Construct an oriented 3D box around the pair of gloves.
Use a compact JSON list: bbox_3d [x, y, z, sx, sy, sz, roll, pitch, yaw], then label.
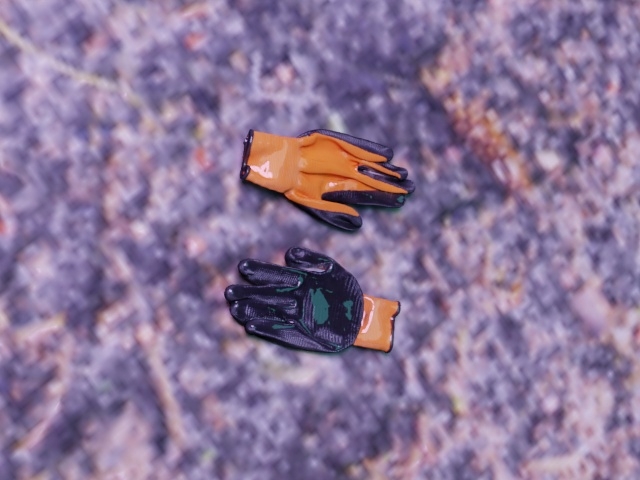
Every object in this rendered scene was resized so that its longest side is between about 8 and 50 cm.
[{"bbox_3d":[0.000,0.000,0.699,0.074,0.010,0.083,10,86,-27],"label":"pair of gloves"}]
